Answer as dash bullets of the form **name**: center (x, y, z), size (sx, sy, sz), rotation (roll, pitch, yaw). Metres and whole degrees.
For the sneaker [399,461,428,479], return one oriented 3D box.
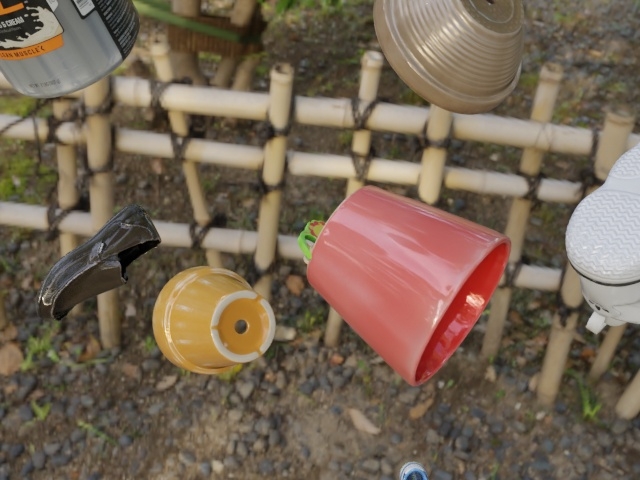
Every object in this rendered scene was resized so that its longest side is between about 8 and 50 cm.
- **sneaker**: center (0.147, 0.411, 1.355), size (0.053, 0.059, 0.144), rotation (-7, 72, -4)

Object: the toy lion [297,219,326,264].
- **toy lion**: center (0.000, 0.000, 1.593), size (0.100, 0.034, 0.096), rotation (-1, 45, -39)

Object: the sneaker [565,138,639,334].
- **sneaker**: center (0.444, -0.038, 1.123), size (0.366, 0.210, 0.137), rotation (-42, 55, -17)

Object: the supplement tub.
- **supplement tub**: center (-0.363, -0.343, 1.053), size (0.193, 0.316, 0.194), rotation (-12, 46, 13)

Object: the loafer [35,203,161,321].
- **loafer**: center (-0.322, 0.041, 1.298), size (0.078, 0.080, 0.220), rotation (40, 77, 16)

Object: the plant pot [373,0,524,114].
- **plant pot**: center (0.200, -0.301, 1.212), size (0.237, 0.109, 0.237), rotation (13, 63, -26)

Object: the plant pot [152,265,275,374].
- **plant pot**: center (-0.181, 0.150, 1.632), size (0.205, 0.205, 0.188), rotation (-19, 9, -29)

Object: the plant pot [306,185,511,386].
- **plant pot**: center (0.129, 0.053, 1.415), size (0.243, 0.275, 0.275), rotation (33, 46, 20)
